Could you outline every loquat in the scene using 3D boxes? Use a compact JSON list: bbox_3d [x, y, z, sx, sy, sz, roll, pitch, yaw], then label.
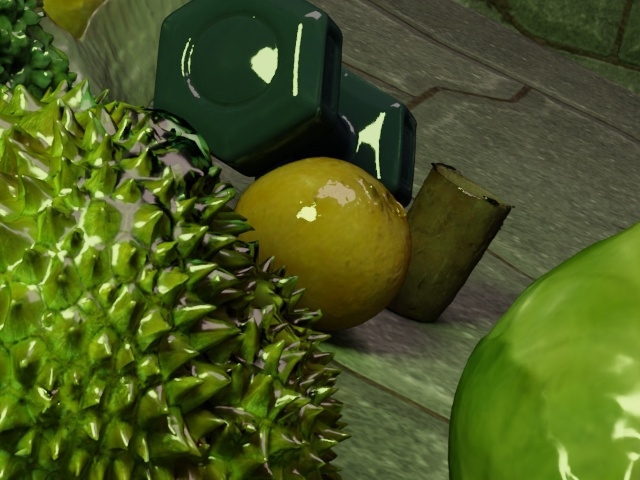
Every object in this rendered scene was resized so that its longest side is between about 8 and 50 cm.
[{"bbox_3d":[0.000,0.000,1.397,0.141,0.141,0.141,22,16,-7],"label":"loquat"}]

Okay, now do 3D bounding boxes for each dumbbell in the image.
[{"bbox_3d":[-0.020,-0.102,1.523,0.144,0.156,0.316,64,10,19],"label":"dumbbell"}]

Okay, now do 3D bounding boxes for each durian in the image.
[{"bbox_3d":[-0.121,0.059,0.932,0.291,0.224,0.291,58,2,-4],"label":"durian"}]

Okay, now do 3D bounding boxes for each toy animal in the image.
[{"bbox_3d":[-0.204,-0.159,1.411,0.284,0.225,0.302,43,24,-56],"label":"toy animal"}]

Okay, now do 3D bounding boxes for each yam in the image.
[{"bbox_3d":[0.101,0.003,1.555,0.084,0.127,0.084,27,15,-8],"label":"yam"}]

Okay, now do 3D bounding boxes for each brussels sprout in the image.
[{"bbox_3d":[0.224,0.139,1.050,0.289,0.281,0.355,50,25,-29],"label":"brussels sprout"}]

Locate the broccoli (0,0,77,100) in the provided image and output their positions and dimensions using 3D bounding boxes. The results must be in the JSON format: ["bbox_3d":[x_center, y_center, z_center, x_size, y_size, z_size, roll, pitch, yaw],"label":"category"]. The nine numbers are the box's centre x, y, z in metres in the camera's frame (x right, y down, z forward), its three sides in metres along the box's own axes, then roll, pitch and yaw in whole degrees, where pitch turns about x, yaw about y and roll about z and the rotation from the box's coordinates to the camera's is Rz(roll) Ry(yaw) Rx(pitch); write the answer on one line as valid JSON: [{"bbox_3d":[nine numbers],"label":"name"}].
[{"bbox_3d":[-0.347,-0.180,1.222,0.317,0.277,0.338,30,14,35],"label":"broccoli"}]

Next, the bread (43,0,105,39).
[{"bbox_3d":[-0.264,-0.233,1.690,0.170,0.197,0.197,19,14,20],"label":"bread"}]
